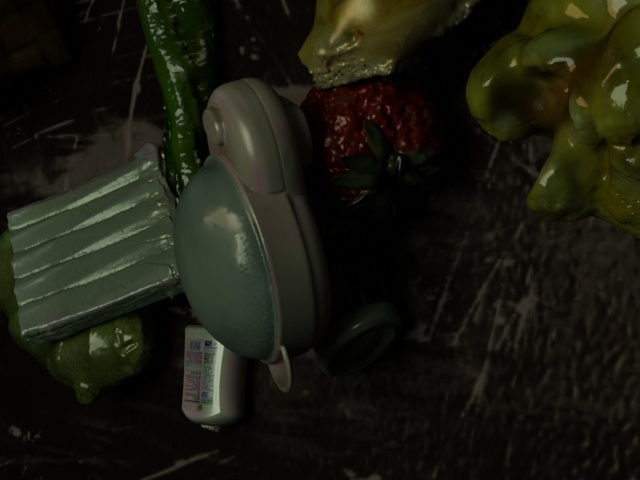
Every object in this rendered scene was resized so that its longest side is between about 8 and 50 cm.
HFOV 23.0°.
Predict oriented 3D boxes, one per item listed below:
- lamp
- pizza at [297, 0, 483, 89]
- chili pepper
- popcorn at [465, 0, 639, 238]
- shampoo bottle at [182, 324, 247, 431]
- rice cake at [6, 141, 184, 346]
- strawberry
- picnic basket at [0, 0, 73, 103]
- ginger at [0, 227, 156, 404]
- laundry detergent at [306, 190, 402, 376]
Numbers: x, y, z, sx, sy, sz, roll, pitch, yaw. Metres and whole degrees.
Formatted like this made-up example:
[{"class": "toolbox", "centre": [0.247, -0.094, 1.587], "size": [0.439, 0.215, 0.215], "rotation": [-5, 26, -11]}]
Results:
[{"class": "lamp", "centre": [-0.063, -0.008, 1.271], "size": [0.179, 0.108, 0.246], "rotation": [-147, 50, -60]}, {"class": "pizza", "centre": [0.075, -0.219, 1.257], "size": [0.204, 0.080, 0.188], "rotation": [-4, 46, 40]}, {"class": "chili pepper", "centre": [-0.121, -0.131, 1.514], "size": [0.085, 0.076, 0.359], "rotation": [-15, 73, 8]}, {"class": "popcorn", "centre": [0.247, -0.096, 0.996], "size": [0.250, 0.235, 0.241], "rotation": [48, 118, 32]}, {"class": "shampoo bottle", "centre": [-0.099, 0.130, 1.477], "size": [0.072, 0.043, 0.099], "rotation": [-1, 85, 48]}, {"class": "rice cake", "centre": [-0.220, 0.005, 1.565], "size": [0.198, 0.037, 0.189], "rotation": [-28, 52, 16]}, {"class": "strawberry", "centre": [0.037, -0.092, 1.302], "size": [0.131, 0.131, 0.148], "rotation": [-39, 58, 37]}, {"class": "picnic basket", "centre": [-0.459, -0.311, 1.721], "size": [0.293, 0.337, 0.337], "rotation": [-22, 69, 44]}, {"class": "ginger", "centre": [-0.266, 0.066, 1.638], "size": [0.137, 0.089, 0.290], "rotation": [-45, 43, 0]}, {"class": "laundry detergent", "centre": [0.000, 0.000, 1.365], "size": [0.099, 0.070, 0.225], "rotation": [117, 139, -53]}]
